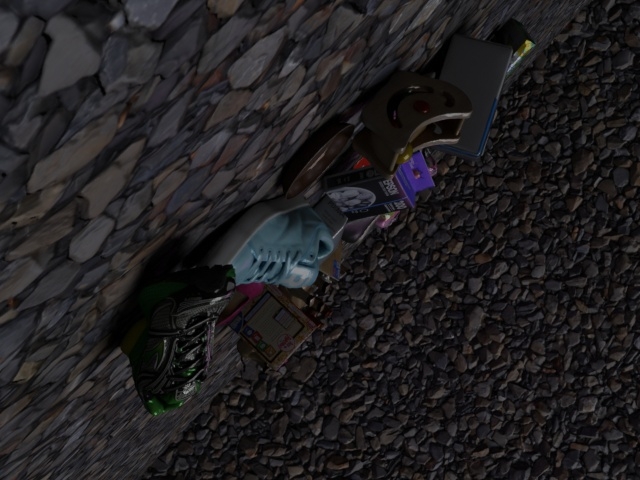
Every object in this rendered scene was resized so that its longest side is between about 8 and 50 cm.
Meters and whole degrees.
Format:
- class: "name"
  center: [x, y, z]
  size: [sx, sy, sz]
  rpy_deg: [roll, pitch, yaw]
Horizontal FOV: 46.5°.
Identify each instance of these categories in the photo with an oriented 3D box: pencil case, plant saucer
- class: "pencil case"
  center: [0.247, -0.165, 2.361]
  size: [0.284, 0.124, 0.124]
  rpy_deg: [-51, 172, 28]
- class: "plant saucer"
  center: [-0.009, -0.137, 1.241]
  size: [0.168, 0.029, 0.168]
  rpy_deg: [-46, 175, -5]

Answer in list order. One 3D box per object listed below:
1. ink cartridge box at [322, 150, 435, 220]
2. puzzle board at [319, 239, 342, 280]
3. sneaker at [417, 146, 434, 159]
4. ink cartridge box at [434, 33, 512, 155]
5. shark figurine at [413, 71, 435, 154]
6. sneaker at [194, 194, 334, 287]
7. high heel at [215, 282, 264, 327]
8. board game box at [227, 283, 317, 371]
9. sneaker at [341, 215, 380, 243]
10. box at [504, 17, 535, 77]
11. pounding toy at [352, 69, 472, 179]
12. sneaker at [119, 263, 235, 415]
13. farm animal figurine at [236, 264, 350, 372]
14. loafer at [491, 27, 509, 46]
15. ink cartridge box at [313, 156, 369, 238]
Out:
- class: "ink cartridge box"
  center: [0.132, -0.109, 1.577]
  size: [0.208, 0.045, 0.206]
  rpy_deg: [-14, 161, 13]
- class: "puzzle board"
  center: [0.023, 0.037, 2.050]
  size: [0.011, 0.096, 0.128]
  rpy_deg: [-17, -124, 37]
- class: "sneaker"
  center: [0.320, -0.309, 1.998]
  size: [0.147, 0.104, 0.296]
  rpy_deg: [-48, -179, -40]
- class: "ink cartridge box"
  center: [0.320, -0.299, 1.624]
  size: [0.307, 0.128, 0.223]
  rpy_deg: [-15, 122, -78]
- class: "shark figurine"
  center: [0.151, -0.203, 1.533]
  size: [0.166, 0.116, 0.278]
  rpy_deg: [-40, 170, -36]
- class: "sneaker"
  center: [-0.071, 0.021, 1.263]
  size: [0.135, 0.150, 0.366]
  rpy_deg: [-51, 172, 31]
- class: "high heel"
  center: [-0.183, 0.116, 1.452]
  size: [0.117, 0.082, 0.244]
  rpy_deg: [-55, -170, -20]
- class: "board game box"
  center: [-0.127, 0.197, 1.805]
  size: [0.147, 0.193, 0.045]
  rpy_deg: [-47, 174, 12]
- class: "sneaker"
  center: [0.115, -0.094, 2.117]
  size: [0.118, 0.083, 0.222]
  rpy_deg: [18, 102, -57]
- class: "box"
  center: [0.490, -0.493, 2.009]
  size: [0.043, 0.105, 0.179]
  rpy_deg: [17, 131, -31]
- class: "pounding toy"
  center: [0.164, -0.193, 1.323]
  size: [0.269, 0.154, 0.155]
  rpy_deg: [-52, 167, -38]
- class: "sneaker"
  center: [-0.193, 0.145, 1.081]
  size: [0.134, 0.146, 0.344]
  rpy_deg: [-10, 153, -29]
- class: "farm animal figurine"
  center: [-0.099, 0.181, 2.114]
  size: [0.330, 0.172, 0.327]
  rpy_deg: [-30, 150, -51]
- class: "loafer"
  center: [0.435, -0.447, 1.941]
  size: [0.080, 0.078, 0.220]
  rpy_deg: [-61, 163, -55]
- class: "ink cartridge box"
  center: [0.058, -0.068, 1.855]
  size: [0.385, 0.091, 0.308]
  rpy_deg: [-45, 174, -8]
